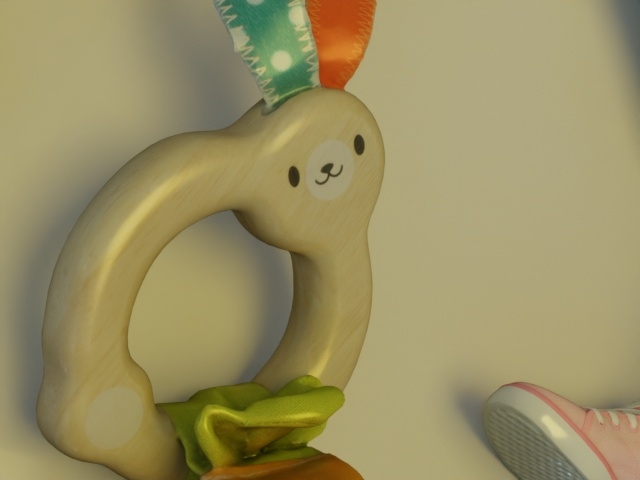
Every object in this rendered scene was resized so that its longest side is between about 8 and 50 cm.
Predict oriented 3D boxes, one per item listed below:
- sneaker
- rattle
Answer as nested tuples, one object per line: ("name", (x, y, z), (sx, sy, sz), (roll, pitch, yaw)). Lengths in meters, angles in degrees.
("sneaker", (0.122, 0.082, 0.608), (0.134, 0.051, 0.070), (45, 67, -31))
("rattle", (0.000, 0.000, 0.461), (0.130, 0.143, 0.199), (30, 87, -23))
